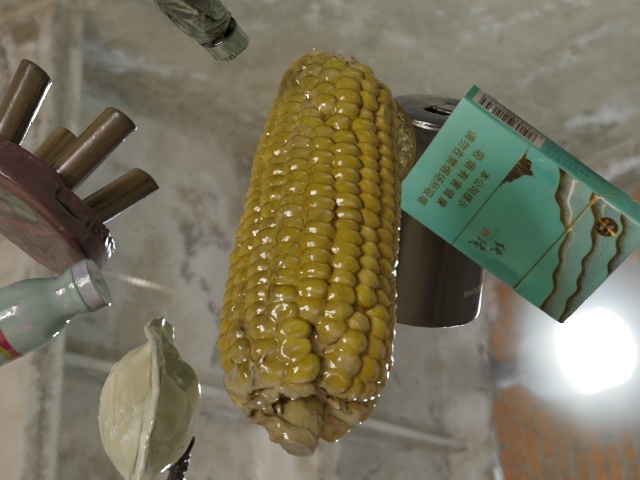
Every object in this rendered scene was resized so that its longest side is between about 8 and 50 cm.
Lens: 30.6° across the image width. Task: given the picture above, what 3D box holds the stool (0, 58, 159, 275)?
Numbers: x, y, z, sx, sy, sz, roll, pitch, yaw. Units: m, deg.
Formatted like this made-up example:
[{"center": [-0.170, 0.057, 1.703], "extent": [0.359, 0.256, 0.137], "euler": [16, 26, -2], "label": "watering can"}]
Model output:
[{"center": [-0.363, -0.090, 1.575], "extent": [0.272, 0.272, 0.178], "euler": [48, -113, -26], "label": "stool"}]

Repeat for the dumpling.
[{"center": [-0.219, 0.203, 1.506], "extent": [0.131, 0.179, 0.252], "euler": [13, -150, -3], "label": "dumpling"}]

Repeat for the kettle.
[{"center": [0.187, -0.050, 1.747], "extent": [0.262, 0.203, 0.308], "euler": [-3, -66, -27], "label": "kettle"}]

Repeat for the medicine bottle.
[{"center": [-0.376, 0.097, 1.482], "extent": [0.090, 0.217, 0.090], "euler": [-25, -90, -86], "label": "medicine bottle"}]

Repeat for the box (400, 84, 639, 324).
[{"center": [0.205, -0.034, 1.210], "extent": [0.229, 0.162, 0.041], "euler": [37, -138, 2], "label": "box"}]

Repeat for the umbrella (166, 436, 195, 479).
[{"center": [-0.199, 0.316, 1.622], "extent": [0.037, 0.040, 0.143], "euler": [7, -86, -39], "label": "umbrella"}]

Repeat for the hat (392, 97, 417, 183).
[{"center": [0.044, -0.119, 1.430], "extent": [0.146, 0.146, 0.067], "euler": [60, -171, -10], "label": "hat"}]

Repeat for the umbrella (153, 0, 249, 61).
[{"center": [-0.111, -0.193, 0.805], "extent": [0.050, 0.046, 0.188], "euler": [37, 175, 42], "label": "umbrella"}]

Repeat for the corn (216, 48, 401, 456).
[{"center": [0.000, 0.000, 0.872], "extent": [0.130, 0.130, 0.347], "euler": [39, -135, -36], "label": "corn"}]
